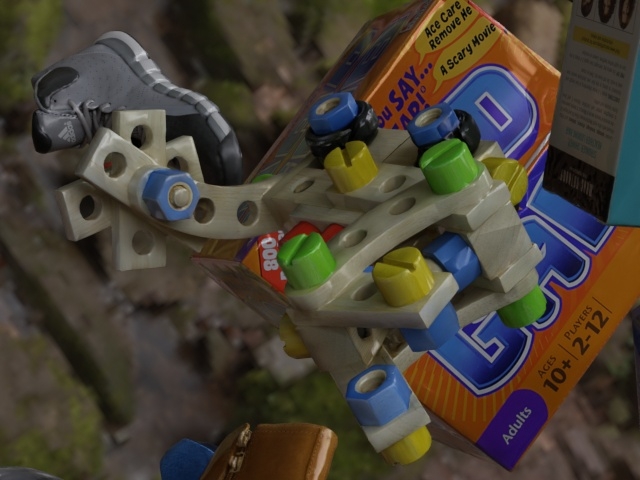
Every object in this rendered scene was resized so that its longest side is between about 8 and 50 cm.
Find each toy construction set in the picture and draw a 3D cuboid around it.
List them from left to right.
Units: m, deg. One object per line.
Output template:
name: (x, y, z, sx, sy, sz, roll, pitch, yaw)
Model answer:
toy construction set: (0.000, 0.000, 1.161, 0.215, 0.327, 0.151, -43, 133, -23)

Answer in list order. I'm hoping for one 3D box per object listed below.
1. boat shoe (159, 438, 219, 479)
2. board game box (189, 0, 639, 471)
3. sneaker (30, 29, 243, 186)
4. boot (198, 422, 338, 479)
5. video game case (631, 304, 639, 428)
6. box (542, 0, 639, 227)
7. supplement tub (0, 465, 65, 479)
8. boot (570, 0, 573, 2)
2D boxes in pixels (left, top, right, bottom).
boat shoe: (-0.047, 0.288, 1.804, 0.258, 0.109, 0.089, 59, 2, 5)
board game box: (0.124, -0.012, 2.099, 0.356, 0.356, 0.356, 38, -7, -10)
sneaker: (-0.170, -0.088, 1.624, 0.132, 0.086, 0.228, -23, 42, -26)
boot: (-0.109, 0.262, 1.584, 0.104, 0.295, 0.211, 43, 45, -29)
video game case: (0.353, 0.162, 1.694, 0.036, 0.329, 0.300, 2, 72, -11)
box: (0.200, -0.136, 1.176, 0.060, 0.244, 0.100, 4, 14, -19)
supplement tub: (-0.271, 0.271, 1.374, 0.207, 0.338, 0.207, 13, 72, -43)
boot: (0.282, -0.278, 1.667, 0.263, 0.229, 0.091, 32, 56, 33)
